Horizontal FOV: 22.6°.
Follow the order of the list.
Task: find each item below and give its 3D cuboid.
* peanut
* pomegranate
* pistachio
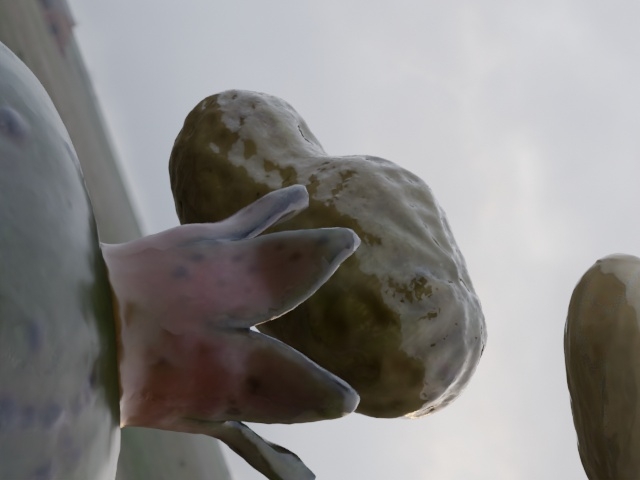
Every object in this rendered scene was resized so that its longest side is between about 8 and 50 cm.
[{"bbox_3d":[0.000,0.000,0.779,0.226,0.108,0.095,42,2,41],"label":"peanut"},{"bbox_3d":[-0.170,0.034,0.594,0.290,0.323,0.291,15,-70,45],"label":"pomegranate"},{"bbox_3d":[0.283,0.124,1.429,0.157,0.157,0.230,94,-3,-74],"label":"pistachio"}]
